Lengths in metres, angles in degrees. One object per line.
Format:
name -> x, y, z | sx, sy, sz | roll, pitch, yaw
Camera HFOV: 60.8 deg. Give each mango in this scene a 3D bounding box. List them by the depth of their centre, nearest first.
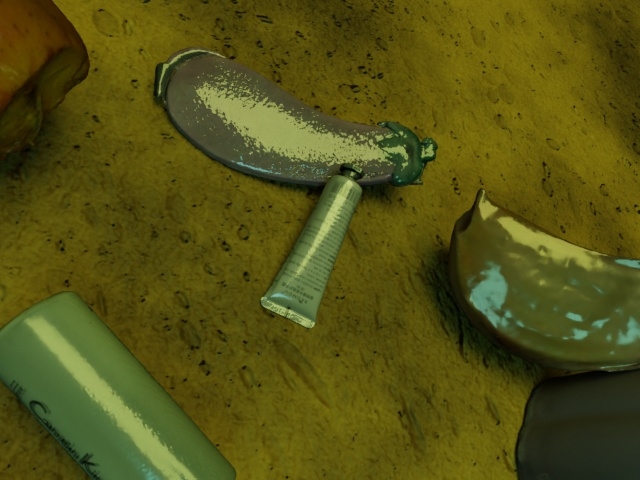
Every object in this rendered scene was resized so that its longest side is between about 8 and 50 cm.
mango -> -0.370, -0.203, 0.476 | 0.350, 0.199, 0.201 | 33, 24, 6

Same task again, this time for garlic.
garlic -> 0.309, 0.070, 0.635 | 0.339, 0.196, 0.151 | 20, 46, 20

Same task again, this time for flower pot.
flower pot -> 0.401, 0.246, 0.601 | 0.265, 0.243, 0.264 | 14, 56, -22

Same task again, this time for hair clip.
hair clip -> -0.030, -0.132, 0.679 | 0.359, 0.110, 0.095 | 15, 24, -18

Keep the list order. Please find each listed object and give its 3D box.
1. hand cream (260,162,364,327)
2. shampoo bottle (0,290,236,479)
hand cream -> 0.000, 0.000, 0.626 | 0.067, 0.042, 0.194 | 30, 75, -17
shampoo bottle -> -0.151, 0.162, 0.445 | 0.262, 0.085, 0.085 | 47, 53, 1
